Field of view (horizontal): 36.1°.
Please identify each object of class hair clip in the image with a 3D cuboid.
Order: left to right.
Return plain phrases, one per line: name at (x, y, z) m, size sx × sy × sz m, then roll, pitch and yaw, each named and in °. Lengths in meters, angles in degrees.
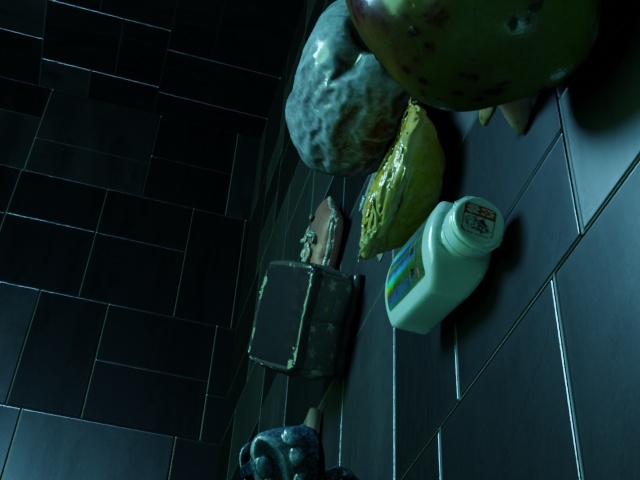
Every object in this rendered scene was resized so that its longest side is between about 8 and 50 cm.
hair clip at (-0.033, 0.421, 1.366) m, size 0.194 × 0.206 × 0.310 m, roll 135°, pitch 151°, yaw -62°

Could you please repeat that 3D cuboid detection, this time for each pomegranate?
pomegranate at (0.185, -0.250, 1.020) m, size 0.291 × 0.323 × 0.290 m, roll -34°, pitch 34°, yaw 26°

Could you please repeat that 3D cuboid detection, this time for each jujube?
jujube at (0.068, -0.238, 1.584) m, size 0.308 × 0.215 × 0.246 m, roll 106°, pitch -170°, yaw -59°

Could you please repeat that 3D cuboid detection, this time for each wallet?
wallet at (-0.029, 0.402, 1.831) m, size 0.118 × 0.039 × 0.152 m, roll 116°, pitch 167°, yaw -44°

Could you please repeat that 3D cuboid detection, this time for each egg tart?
egg tart at (0.124, -0.080, 1.446) m, size 0.232 × 0.098 × 0.252 m, roll -103°, pitch 31°, yaw -82°

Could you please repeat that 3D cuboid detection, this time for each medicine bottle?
medicine bottle at (0.150, 0.024, 1.193) m, size 0.229 × 0.083 × 0.121 m, roll 124°, pitch 159°, yaw -62°

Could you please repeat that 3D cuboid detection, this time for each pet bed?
pet bed at (-0.016, 0.148, 1.797) m, size 0.183 × 0.159 × 0.210 m, roll 3°, pitch 81°, yaw 53°

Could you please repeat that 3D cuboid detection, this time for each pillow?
pillow at (0.000, 0.000, 2.063) m, size 0.179 × 0.075 × 0.171 m, roll -110°, pitch 34°, yaw -74°

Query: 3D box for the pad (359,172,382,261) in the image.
pad at (0.109, -0.082, 1.763) m, size 0.265 × 0.009 × 0.159 m, roll -103°, pitch 28°, yaw -67°
